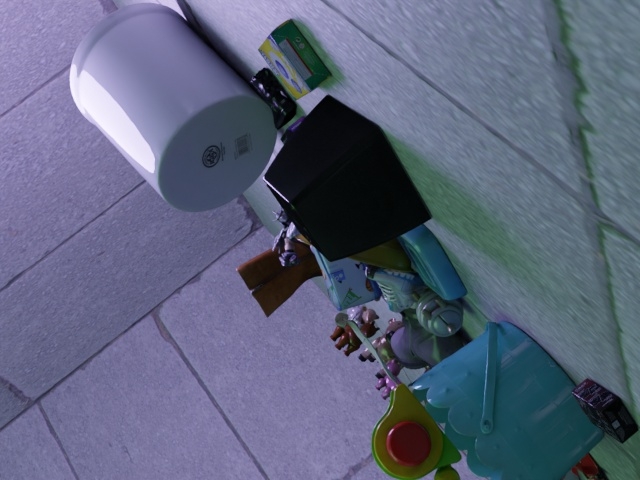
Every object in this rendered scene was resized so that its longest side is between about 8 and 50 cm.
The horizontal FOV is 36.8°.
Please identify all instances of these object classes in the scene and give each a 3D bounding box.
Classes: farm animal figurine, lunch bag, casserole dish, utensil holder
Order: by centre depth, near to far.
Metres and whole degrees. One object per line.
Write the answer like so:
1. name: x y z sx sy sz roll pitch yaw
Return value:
1. casserole dish: 0.179 0.032 1.607 0.188 0.037 0.114 57 172 -35
2. lunch bag: 0.036 0.007 1.963 0.303 0.115 0.243 -126 14 -84
3. utensil holder: -0.327 -0.292 2.144 0.385 0.327 0.327 47 172 33
4. farm animal figurine: 0.200 0.286 2.442 0.330 0.172 0.327 44 -174 1

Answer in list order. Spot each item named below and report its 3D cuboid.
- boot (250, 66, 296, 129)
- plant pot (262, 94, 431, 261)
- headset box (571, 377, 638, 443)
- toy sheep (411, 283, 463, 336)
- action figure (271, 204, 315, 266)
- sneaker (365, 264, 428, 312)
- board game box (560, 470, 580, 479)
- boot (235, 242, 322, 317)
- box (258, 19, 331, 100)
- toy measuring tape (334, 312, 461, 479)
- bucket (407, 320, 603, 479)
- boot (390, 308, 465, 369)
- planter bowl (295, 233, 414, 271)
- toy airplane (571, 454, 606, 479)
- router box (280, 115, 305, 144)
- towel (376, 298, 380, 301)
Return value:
1. boot: -0.092 -0.269 1.826 0.099 0.045 0.121 49 167 3
2. plant pot: 0.025 -0.082 1.472 0.187 0.167 0.188 56 174 -34
3. headset box: 0.375 0.225 1.281 0.062 0.032 0.083 54 174 -19
4. toy sheep: 0.210 0.125 1.695 0.091 0.091 0.132 55 -170 -31
5. action figure: 0.000 0.000 2.215 0.285 0.185 0.099 33 -166 20
6. sneaker: 0.137 0.088 1.726 0.071 0.083 0.190 26 -175 38
7. board game box: 0.393 0.399 1.896 0.224 0.097 0.303 45 173 41
8. boot: -0.023 0.094 2.322 0.264 0.280 0.096 54 175 -18
9. box: -0.044 -0.271 1.467 0.105 0.043 0.179 53 176 -8
10. toy measuring tape: 0.096 0.272 1.522 0.330 0.121 0.121 51 174 10
11. bucket: 0.288 0.271 1.499 0.281 0.183 0.281 51 173 8
12. boot: 0.197 0.156 1.999 0.223 0.118 0.338 60 166 -10
13. planter bowl: 0.072 -0.018 1.681 0.217 0.090 0.217 17 -175 -2
14. toy airplane: 0.459 0.394 1.683 0.151 0.028 0.151 52 174 8
15. router box: -0.017 -0.165 1.861 0.133 0.046 0.179 52 175 -4
16. towel: 0.112 0.097 2.560 0.110 0.027 0.148 46 171 37
